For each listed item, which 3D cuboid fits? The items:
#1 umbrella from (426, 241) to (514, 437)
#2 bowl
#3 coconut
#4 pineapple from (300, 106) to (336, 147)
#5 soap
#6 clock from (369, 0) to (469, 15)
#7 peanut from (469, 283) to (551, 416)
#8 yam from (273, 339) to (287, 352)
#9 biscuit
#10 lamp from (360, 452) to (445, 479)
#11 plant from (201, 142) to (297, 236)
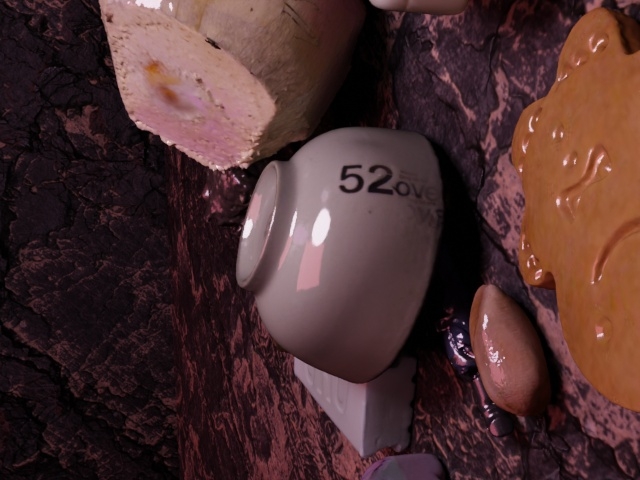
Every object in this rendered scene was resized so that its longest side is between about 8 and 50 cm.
[{"bbox_3d":[0.168,0.118,0.847,0.071,0.070,0.248,127,132,-57],"label":"umbrella"},{"bbox_3d":[0.000,0.000,0.939,0.354,0.185,0.354,-165,90,-73],"label":"bowl"},{"bbox_3d":[-0.127,-0.342,1.062,0.404,0.404,0.405,175,90,-67],"label":"coconut"},{"bbox_3d":[-0.006,-0.151,1.202,0.074,0.074,0.160,-150,56,-63],"label":"pineapple"},{"bbox_3d":[0.046,0.205,1.118,0.265,0.087,0.160,-143,53,-60],"label":"soap"},{"bbox_3d":[0.109,-0.397,0.746,0.324,0.108,0.265,-90,4,-63],"label":"clock"},{"bbox_3d":[0.202,0.118,0.763,0.076,0.076,0.152,125,133,-56],"label":"peanut"},{"bbox_3d":[-0.048,0.122,1.359,0.253,0.061,0.061,107,149,-42],"label":"yam"},{"bbox_3d":[0.241,-0.030,0.572,0.275,0.052,0.355,113,159,-49],"label":"biscuit"},{"bbox_3d":[0.060,0.452,0.951,0.247,0.247,0.301,58,137,42],"label":"lamp"},{"bbox_3d":[-0.145,-0.112,1.392,0.234,0.178,0.204,-44,55,54],"label":"plant"}]
